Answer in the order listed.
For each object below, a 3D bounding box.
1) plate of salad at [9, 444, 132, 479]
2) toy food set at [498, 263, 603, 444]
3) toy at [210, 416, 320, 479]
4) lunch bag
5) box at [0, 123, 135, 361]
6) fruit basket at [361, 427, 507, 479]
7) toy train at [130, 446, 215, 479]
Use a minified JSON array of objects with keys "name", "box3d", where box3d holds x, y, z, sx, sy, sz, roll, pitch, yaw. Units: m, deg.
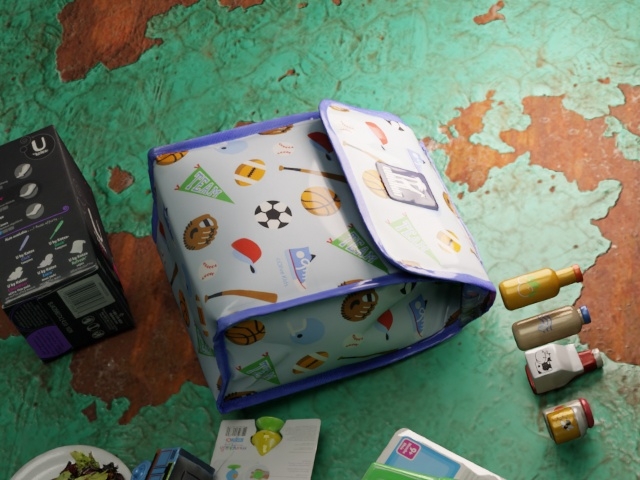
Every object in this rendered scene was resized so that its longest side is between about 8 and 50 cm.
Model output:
[{"name":"plate of salad","box3d":[-0.331,0.349,2.063,0.199,0.048,0.200,-7,55,10]},{"name":"toy food set","box3d":[0.307,0.147,1.996,0.104,0.111,0.232,-18,52,2]},{"name":"toy","box3d":[-0.078,0.332,2.006,0.137,0.056,0.237,-2,52,17]},{"name":"lunch bag","box3d":[0.000,0.000,2.107,0.385,0.239,0.328,-13,53,-14]},{"name":"box","box3d":[-0.376,0.003,2.230,0.143,0.165,0.270,-23,55,-1]},{"name":"fruit basket","box3d":[0.162,0.414,1.829,0.353,0.165,0.327,24,66,23]},{"name":"toy train","box3d":[-0.206,0.343,1.995,0.105,0.080,0.184,-18,43,51]}]
